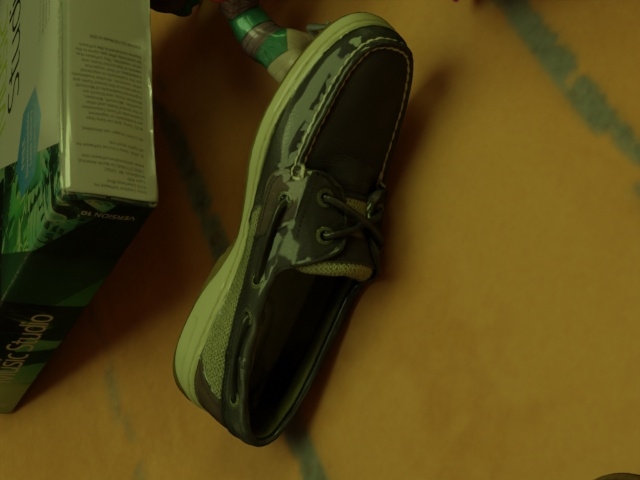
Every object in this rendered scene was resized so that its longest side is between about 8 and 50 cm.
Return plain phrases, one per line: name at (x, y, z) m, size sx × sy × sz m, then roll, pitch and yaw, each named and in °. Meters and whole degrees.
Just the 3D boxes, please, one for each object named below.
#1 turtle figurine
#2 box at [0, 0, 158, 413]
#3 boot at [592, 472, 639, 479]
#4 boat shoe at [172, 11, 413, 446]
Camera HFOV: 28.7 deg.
turtle figurine at (-0.038, -0.186, 0.711) m, size 0.234 × 0.118 × 0.175 m, roll 18°, pitch 89°, yaw 55°
box at (-0.179, -0.052, 0.780) m, size 0.322 × 0.059 × 0.232 m, roll 132°, pitch 139°, yaw -53°
boot at (0.001, 0.172, 0.395) m, size 0.089 × 0.270 × 0.236 m, roll 28°, pitch 97°, yaw 47°
boat shoe at (-0.001, 0.000, 0.622) m, size 0.073 × 0.080 × 0.223 m, roll 39°, pitch 110°, yaw 43°
